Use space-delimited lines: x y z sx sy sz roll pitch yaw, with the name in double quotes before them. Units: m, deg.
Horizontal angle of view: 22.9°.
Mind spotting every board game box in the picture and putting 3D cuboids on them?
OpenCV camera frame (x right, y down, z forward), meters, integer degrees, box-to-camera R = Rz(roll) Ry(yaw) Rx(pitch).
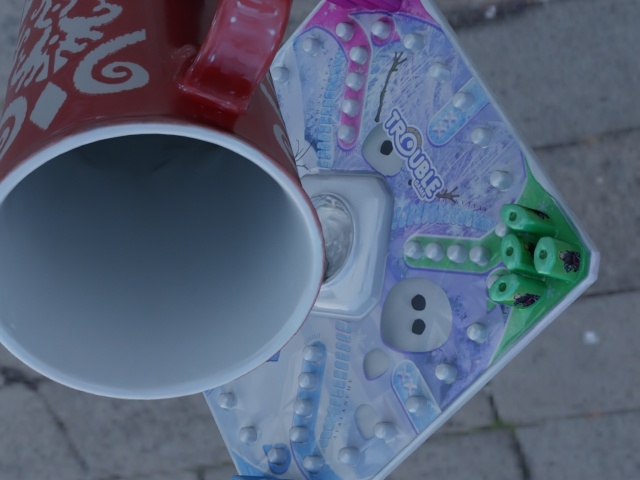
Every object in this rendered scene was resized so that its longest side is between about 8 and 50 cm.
"board game box" 0.000 0.000 1.331 0.050 0.390 0.390 14 129 -45

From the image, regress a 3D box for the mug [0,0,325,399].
"mug" -0.049 -0.049 0.566 0.150 0.169 0.113 -34 123 16
